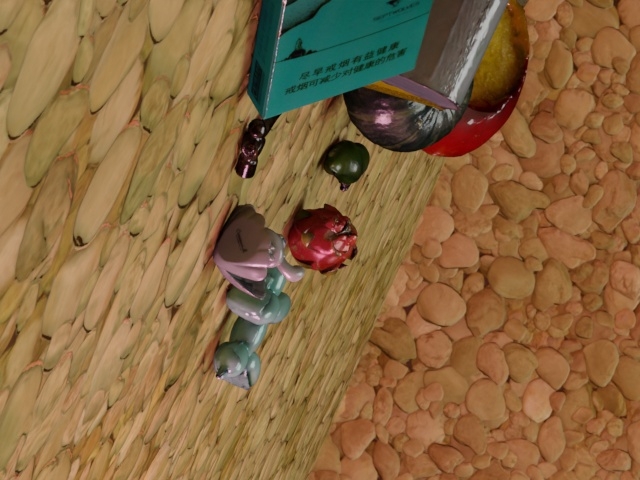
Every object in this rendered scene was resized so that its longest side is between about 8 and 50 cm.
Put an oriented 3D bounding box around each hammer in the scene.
[{"bbox_3d":[-0.043,-0.124,1.804,0.178,0.021,0.065,-60,171,-56],"label":"hammer"}]

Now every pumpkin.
[{"bbox_3d":[0.100,-0.184,2.135,0.167,0.125,0.167,-34,143,-31],"label":"pumpkin"}]

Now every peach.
[{"bbox_3d":[0.165,-0.221,2.301,0.226,0.190,0.196,-62,162,17],"label":"peach"}]

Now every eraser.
[{"bbox_3d":[0.102,-0.259,1.775,0.081,0.174,0.227,54,60,-81],"label":"eraser"}]

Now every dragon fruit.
[{"bbox_3d":[-0.001,-0.002,2.257,0.081,0.086,0.116,-25,-165,-22],"label":"dragon fruit"}]

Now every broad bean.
[{"bbox_3d":[0.036,-0.098,2.337,0.195,0.046,0.061,49,63,-84],"label":"broad bean"}]

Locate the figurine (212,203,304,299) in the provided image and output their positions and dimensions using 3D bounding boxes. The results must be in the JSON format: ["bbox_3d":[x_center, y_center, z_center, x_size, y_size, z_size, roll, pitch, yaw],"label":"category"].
[{"bbox_3d":[-0.064,0.008,1.848,0.082,0.094,0.086,-29,156,25],"label":"figurine"}]

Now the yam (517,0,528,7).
[{"bbox_3d":[0.210,-0.400,2.240,0.081,0.081,0.357,-63,159,-21],"label":"yam"}]

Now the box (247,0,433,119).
[{"bbox_3d":[0.025,-0.206,1.594,0.161,0.042,0.226,-21,152,-20],"label":"box"}]

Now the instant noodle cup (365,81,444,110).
[{"bbox_3d":[0.094,-0.230,1.915,0.205,0.153,0.205,-62,172,-15],"label":"instant noodle cup"}]

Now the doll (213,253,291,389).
[{"bbox_3d":[-0.075,0.086,2.073,0.159,0.059,0.158,-64,173,-3],"label":"doll"}]
